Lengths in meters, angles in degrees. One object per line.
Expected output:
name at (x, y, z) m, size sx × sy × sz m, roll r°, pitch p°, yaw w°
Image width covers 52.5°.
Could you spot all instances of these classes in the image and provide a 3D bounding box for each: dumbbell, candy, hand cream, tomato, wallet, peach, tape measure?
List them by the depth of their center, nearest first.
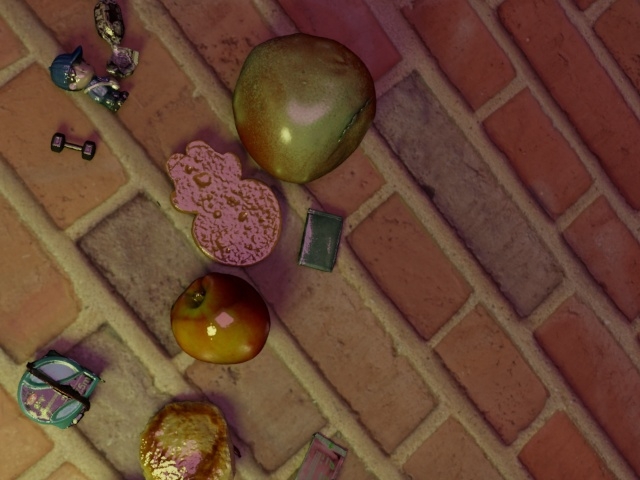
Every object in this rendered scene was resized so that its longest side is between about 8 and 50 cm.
tape measure at (-0.501, 0.284, 1.226) m, size 0.146 × 0.081 × 0.125 m, roll 35°, pitch 74°, yaw -11°
peach at (-0.188, 0.161, 1.283) m, size 0.197 × 0.197 × 0.197 m, roll 1°, pitch 86°, yaw -17°
dumbbell at (-0.490, -0.186, 1.287) m, size 0.083 × 0.040 × 0.036 m, roll 14°, pitch 52°, yaw -15°
candy at (-0.425, -0.434, 1.304) m, size 0.094 × 0.051 × 0.226 m, roll -11°, pitch 83°, yaw -56°
tomato at (-0.028, -0.276, 1.325) m, size 0.303 × 0.239 × 0.303 m, roll 1°, pitch 84°, yaw -13°
hand cream at (-0.033, 0.537, 1.334) m, size 0.079 × 0.050 × 0.275 m, roll 53°, pitch 49°, yaw -31°
wallet at (0.000, 0.000, 1.424) m, size 0.088 × 0.026 × 0.129 m, roll 14°, pitch 81°, yaw -19°

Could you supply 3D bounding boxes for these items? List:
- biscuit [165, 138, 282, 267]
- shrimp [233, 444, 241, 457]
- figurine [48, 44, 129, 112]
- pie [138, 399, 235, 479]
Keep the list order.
biscuit at (-0.205, -0.076, 1.360) m, size 0.202 × 0.044 × 0.289 m, roll -44°, pitch 97°, yaw -15°
shrimp at (-0.201, 0.474, 1.330) m, size 0.091 × 0.025 × 0.127 m, roll -14°, pitch 87°, yaw -18°
figurine at (-0.459, -0.317, 1.291) m, size 0.149 × 0.087 × 0.086 m, roll 36°, pitch 39°, yaw -24°
pie at (-0.261, 0.419, 1.276) m, size 0.179 × 0.084 × 0.205 m, roll -9°, pitch 75°, yaw -10°
